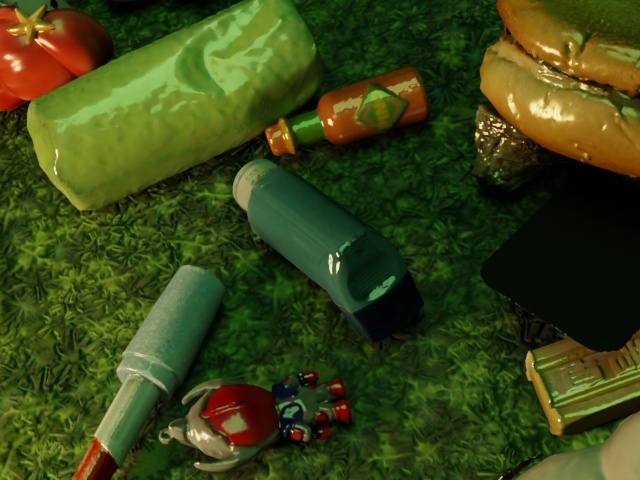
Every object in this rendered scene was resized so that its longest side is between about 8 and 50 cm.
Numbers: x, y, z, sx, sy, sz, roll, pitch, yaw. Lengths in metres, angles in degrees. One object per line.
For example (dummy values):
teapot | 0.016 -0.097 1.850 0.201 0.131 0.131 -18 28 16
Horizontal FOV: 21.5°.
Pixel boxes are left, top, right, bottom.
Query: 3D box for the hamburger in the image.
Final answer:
hamburger | 0.326 -0.174 1.760 0.314 0.170 0.290 27 28 27

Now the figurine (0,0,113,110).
figurine | -0.358 -0.254 2.014 0.208 0.181 0.257 -8 44 -7

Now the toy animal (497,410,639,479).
toy animal | 0.285 0.218 1.483 0.325 0.208 0.154 -56 32 19

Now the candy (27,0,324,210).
candy | -0.165 -0.159 1.925 0.343 0.132 0.142 -27 45 -8

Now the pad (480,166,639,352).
pad | 0.221 -0.005 1.766 0.323 0.055 0.250 17 40 34

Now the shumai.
shumai | 0.213 -0.092 1.832 0.123 0.087 0.099 20 15 -19

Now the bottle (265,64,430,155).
bottle | 0.029 -0.141 1.911 0.187 0.069 0.069 -19 52 -1

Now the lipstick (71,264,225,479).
lipstick | -0.182 0.148 1.737 0.068 0.061 0.274 16 58 20

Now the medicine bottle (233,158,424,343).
medicine bottle | 0.000 0.000 1.794 0.079 0.124 0.258 -38 43 -12

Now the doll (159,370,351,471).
doll | -0.067 0.178 1.694 0.194 0.062 0.104 -11 69 -7

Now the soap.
soap | 0.333 0.115 1.670 0.252 0.037 0.092 -19 50 -3
